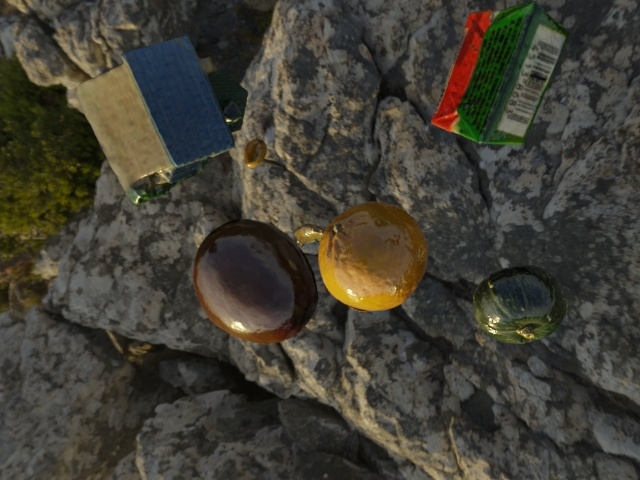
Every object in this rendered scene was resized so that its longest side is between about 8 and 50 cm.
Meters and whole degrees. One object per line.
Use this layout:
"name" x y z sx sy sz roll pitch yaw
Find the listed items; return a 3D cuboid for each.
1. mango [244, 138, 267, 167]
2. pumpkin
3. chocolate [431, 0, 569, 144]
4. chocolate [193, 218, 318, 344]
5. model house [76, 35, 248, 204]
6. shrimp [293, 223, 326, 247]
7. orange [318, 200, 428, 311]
"mango" -0.208 -0.275 1.438 0.078 0.057 0.114 -10 48 29
"pumpkin" 0.411 0.135 0.945 0.190 0.190 0.146 -23 62 18
"chocolate" 0.510 -0.475 1.332 0.161 0.341 0.360 11 111 -16
"chocolate" -0.063 0.044 0.481 0.133 0.127 0.124 14 76 32
"model house" -0.368 -0.339 1.262 0.342 0.382 0.335 -17 105 20
"shrimp" 0.000 -0.001 1.493 0.173 0.253 0.058 24 76 -6
"orange" 0.099 0.028 0.886 0.219 0.193 0.219 -12 65 27
